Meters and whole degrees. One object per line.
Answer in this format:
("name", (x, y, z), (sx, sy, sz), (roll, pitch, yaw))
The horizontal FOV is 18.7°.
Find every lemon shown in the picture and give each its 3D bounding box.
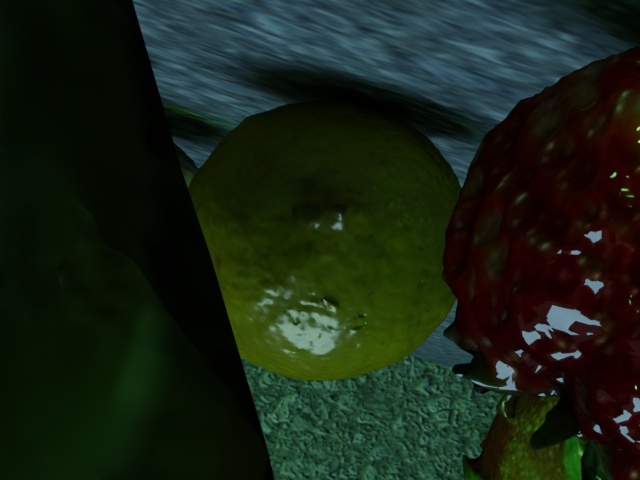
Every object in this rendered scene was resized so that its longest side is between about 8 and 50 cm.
("lemon", (0.000, 0.000, 0.740), (0.109, 0.109, 0.133), (16, 168, -14))

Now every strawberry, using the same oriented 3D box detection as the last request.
("strawberry", (0.104, -0.001, 0.479), (0.131, 0.148, 0.131), (27, -152, -16))

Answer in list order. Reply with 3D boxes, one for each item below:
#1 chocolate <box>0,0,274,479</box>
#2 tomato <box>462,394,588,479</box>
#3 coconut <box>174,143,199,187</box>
("chocolate", (-0.230, 0.020, 0.403), (0.297, 0.326, 0.314), (17, 132, -41))
("tomato", (0.228, 0.178, 1.073), (0.239, 0.303, 0.303), (-6, -171, -36))
("coconut", (-0.131, 0.012, 0.942), (0.194, 0.194, 0.194), (15, 175, 1))
